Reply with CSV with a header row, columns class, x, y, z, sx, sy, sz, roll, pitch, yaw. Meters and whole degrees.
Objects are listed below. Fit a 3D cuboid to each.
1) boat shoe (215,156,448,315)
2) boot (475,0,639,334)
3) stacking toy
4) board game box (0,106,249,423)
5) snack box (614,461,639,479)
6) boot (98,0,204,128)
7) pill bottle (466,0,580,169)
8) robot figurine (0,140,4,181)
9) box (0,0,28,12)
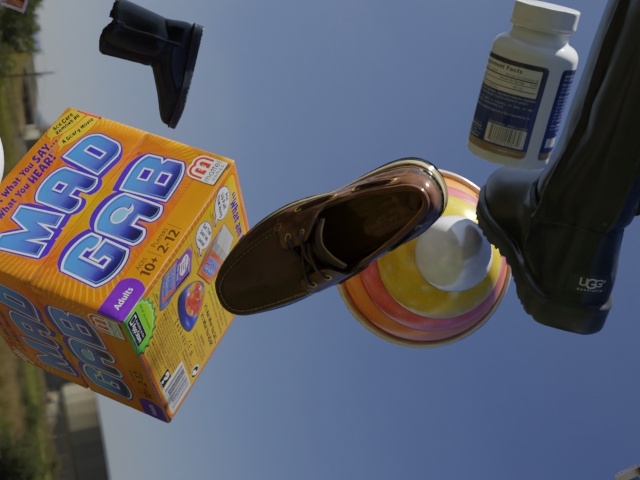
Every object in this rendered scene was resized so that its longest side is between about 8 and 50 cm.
class,x,y,z,sx,sy,sz,roll,pitch,yaw
boat shoe,0.001,0.000,0.575,0.064,0.178,0.060,61,15,-4
boot,0.334,-0.166,1.056,0.367,0.146,0.445,-101,-162,-60
stacking toy,0.203,0.035,1.470,0.480,0.351,0.350,-170,-108,-88
board game box,-0.366,0.044,1.557,0.356,0.356,0.356,-59,159,-32
snack box,0.415,0.336,0.987,0.178,0.064,0.022,59,20,7
boot,-0.377,-0.381,1.852,0.094,0.207,0.246,-179,-79,-77
pill bottle,0.158,-0.121,0.661,0.067,0.067,0.120,-130,-134,-57
robot figurine,-0.508,-0.085,0.993,0.173,0.278,0.209,47,-55,11
box,-0.610,-0.554,1.471,0.127,0.262,0.231,37,-74,46
